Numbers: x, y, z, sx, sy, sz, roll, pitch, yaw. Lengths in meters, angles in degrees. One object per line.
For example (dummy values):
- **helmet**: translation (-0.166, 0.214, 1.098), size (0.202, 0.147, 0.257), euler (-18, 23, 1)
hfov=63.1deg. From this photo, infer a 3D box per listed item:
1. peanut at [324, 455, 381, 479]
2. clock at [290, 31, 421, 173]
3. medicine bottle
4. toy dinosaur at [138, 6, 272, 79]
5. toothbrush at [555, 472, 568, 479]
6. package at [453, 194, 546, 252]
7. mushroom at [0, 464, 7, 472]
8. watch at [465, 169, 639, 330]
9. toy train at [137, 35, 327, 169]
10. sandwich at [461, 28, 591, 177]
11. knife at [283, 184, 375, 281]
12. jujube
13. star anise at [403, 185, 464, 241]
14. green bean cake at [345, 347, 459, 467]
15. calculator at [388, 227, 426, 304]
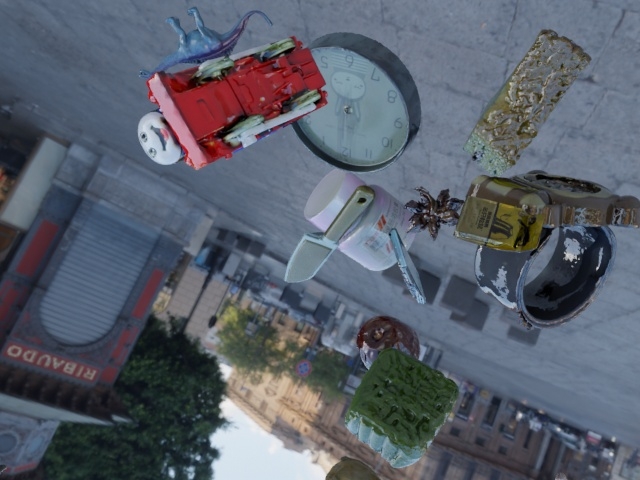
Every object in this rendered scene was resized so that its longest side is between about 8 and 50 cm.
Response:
- **peanut**: translation (0.079, 0.385, 0.691), size (0.214, 0.099, 0.099), euler (43, 180, 29)
- **clock**: translation (0.041, -0.194, 0.774), size (0.215, 0.042, 0.214), euler (21, 140, 19)
- **medicine bottle**: translation (0.124, -0.069, 1.648), size (0.302, 0.241, 0.241), euler (34, 167, -22)
- **toy dinosaur**: translation (-0.163, -0.275, 0.715), size (0.045, 0.198, 0.080), euler (-124, 9, -73)
- **toothbrush**: translation (0.385, 0.441, 0.797), size (0.037, 0.028, 0.375), euler (12, 143, 42)
- **package**: translation (0.289, -0.024, 0.850), size (0.131, 0.071, 0.047), euler (15, 161, 17)
- **mushroom**: translation (-0.415, 0.320, 0.487), size (0.267, 0.164, 0.189), euler (15, -163, -27)
- **watch**: translation (0.487, 0.025, 1.181), size (0.335, 0.326, 0.314), euler (-4, -158, -25)
- **toy train**: translation (-0.082, -0.129, 0.503), size (0.131, 0.204, 0.082), euler (-16, 106, 42)
- **sandwich**: translation (0.454, -0.301, 1.182), size (0.131, 0.325, 0.262), euler (35, -152, 10)
- **knife**: translation (-0.001, 0.000, 0.871), size (0.061, 0.027, 0.343), euler (19, 147, -11)
- **jujube**: translation (0.211, 0.327, 1.579), size (0.183, 0.183, 0.243), euler (18, 160, 30)
- **star anise**: translation (0.283, -0.068, 1.307), size (0.168, 0.167, 0.057), euler (20, 162, 23)
- **green bean cake**: translation (0.195, 0.409, 1.284), size (0.222, 0.248, 0.124), euler (28, 145, 22)
- **calculator**: translation (0.114, 0.037, 0.677), size (0.018, 0.057, 0.172), euler (-21, 154, 9)
